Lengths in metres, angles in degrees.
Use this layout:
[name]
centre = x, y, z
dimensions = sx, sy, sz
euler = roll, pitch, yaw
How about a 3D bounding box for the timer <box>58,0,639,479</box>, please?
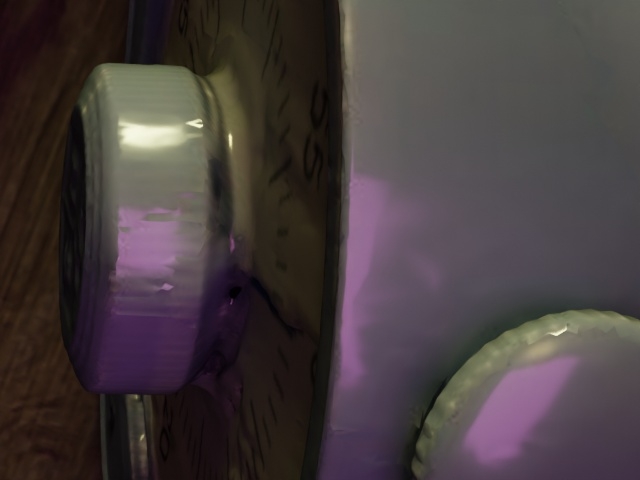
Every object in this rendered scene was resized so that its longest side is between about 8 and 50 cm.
[timer]
centre = 0.000, 0.000, 0.475
dimensions = 0.173, 0.395, 0.395
euler = 3, 103, -18
